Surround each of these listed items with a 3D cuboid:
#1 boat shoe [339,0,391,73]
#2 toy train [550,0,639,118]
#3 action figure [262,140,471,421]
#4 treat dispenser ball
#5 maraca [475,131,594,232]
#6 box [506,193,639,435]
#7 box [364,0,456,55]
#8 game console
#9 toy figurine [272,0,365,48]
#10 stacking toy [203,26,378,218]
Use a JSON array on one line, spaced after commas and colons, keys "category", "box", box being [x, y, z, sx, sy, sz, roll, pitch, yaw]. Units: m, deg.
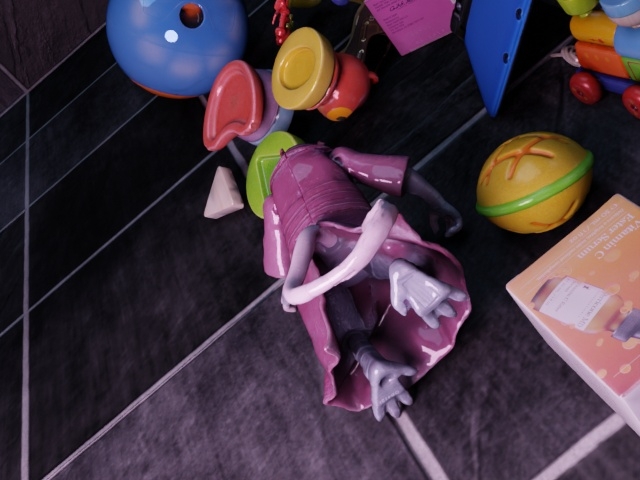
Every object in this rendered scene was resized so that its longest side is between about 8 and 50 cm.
[{"category": "boat shoe", "box": [0.085, -0.322, 1.359, 0.073, 0.073, 0.207, -1, 57, 43]}, {"category": "toy train", "box": [0.305, -0.238, 0.938, 0.105, 0.143, 0.248, -44, 31, -4]}, {"category": "action figure", "box": [0.000, 0.000, 0.887, 0.248, 0.276, 0.370, -41, 45, 14]}, {"category": "treat dispenser ball", "box": [-0.289, -0.433, 1.695, 0.288, 0.288, 0.288, -28, 34, 21]}, {"category": "maraca", "box": [0.219, -0.064, 0.871, 0.127, 0.099, 0.185, -24, 9, 9]}, {"category": "box", "box": [0.258, 0.062, 0.673, 0.130, 0.091, 0.170, -40, 31, 3]}, {"category": "box", "box": [0.205, -0.446, 1.329, 0.214, 0.117, 0.243, -19, 38, 33]}, {"category": "game console", "box": [0.272, -0.345, 1.030, 0.250, 0.293, 0.173, -32, 63, -22]}, {"category": "toy figurine", "box": [0.040, -0.431, 1.500, 0.362, 0.217, 0.191, -84, 4, -88]}, {"category": "stacking toy", "box": [-0.053, -0.159, 1.303, 0.309, 0.130, 0.279, -2, 81, 52]}]
